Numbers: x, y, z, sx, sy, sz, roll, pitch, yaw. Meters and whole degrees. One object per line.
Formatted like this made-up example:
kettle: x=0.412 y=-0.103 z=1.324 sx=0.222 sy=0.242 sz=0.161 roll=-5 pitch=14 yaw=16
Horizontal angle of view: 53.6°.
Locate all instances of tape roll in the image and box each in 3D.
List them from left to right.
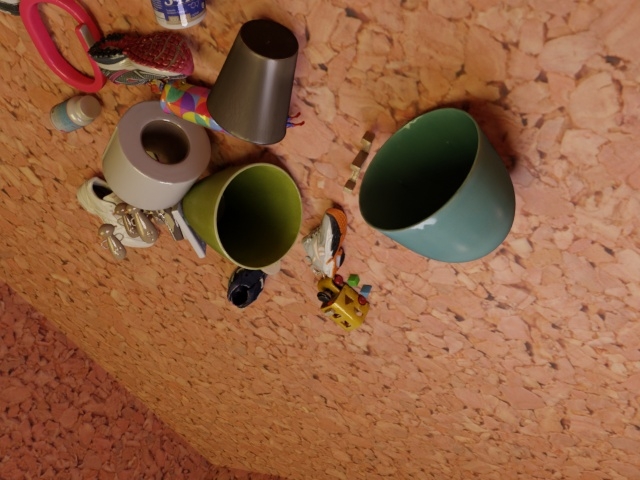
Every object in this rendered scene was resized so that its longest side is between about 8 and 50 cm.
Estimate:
tape roll: x=-0.432 y=-0.222 z=1.667 sx=0.246 sy=0.246 sz=0.169 roll=38 pitch=144 yaw=-11

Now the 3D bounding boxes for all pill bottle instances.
pill bottle: x=-0.700 y=-0.365 z=1.815 sx=0.160 sy=0.087 sz=0.087 roll=-6 pitch=131 yaw=41
pill bottle: x=-0.306 y=-0.545 z=1.303 sx=0.112 sy=0.112 sz=0.186 roll=16 pitch=142 yaw=19

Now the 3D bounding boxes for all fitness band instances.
fitness band: x=-0.650 y=-0.510 z=1.628 sx=0.209 sy=0.054 sz=0.290 roll=18 pitch=147 yaw=19

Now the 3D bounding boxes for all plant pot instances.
plant pot: x=-0.246 y=-0.083 z=1.723 sx=0.294 sy=0.274 sz=0.274 roll=14 pitch=144 yaw=48
plant pot: x=0.267 y=-0.088 z=1.323 sx=0.293 sy=0.292 sz=0.235 roll=-14 pitch=140 yaw=44

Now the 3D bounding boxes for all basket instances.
basket: x=-0.140 y=-0.354 z=1.392 sx=0.204 sy=0.154 sz=0.226 roll=34 pitch=141 yaw=6

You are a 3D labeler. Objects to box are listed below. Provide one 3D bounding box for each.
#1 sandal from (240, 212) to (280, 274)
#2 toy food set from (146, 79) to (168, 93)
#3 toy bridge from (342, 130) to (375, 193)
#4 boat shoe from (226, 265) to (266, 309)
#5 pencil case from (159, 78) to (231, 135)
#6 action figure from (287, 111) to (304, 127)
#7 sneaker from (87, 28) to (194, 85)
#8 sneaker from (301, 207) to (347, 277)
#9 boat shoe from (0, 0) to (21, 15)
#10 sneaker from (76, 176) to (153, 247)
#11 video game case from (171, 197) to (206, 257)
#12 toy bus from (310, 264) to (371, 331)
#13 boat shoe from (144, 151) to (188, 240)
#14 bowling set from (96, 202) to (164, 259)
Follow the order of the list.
sandal: x=-0.154 y=0.016 z=1.892 sx=0.079 sy=0.088 sz=0.240 roll=5 pitch=133 yaw=39
toy food set: x=-0.424 y=-0.409 z=1.626 sx=0.083 sy=0.020 sz=0.083 roll=9 pitch=139 yaw=26
toy bridge: x=0.093 y=-0.188 z=1.493 sx=0.026 sy=0.063 sz=0.188 roll=27 pitch=143 yaw=5
boat shoe: x=-0.264 y=0.167 z=2.088 sx=0.127 sy=0.158 sz=0.340 roll=30 pitch=144 yaw=0
pencil case: x=-0.280 y=-0.329 z=1.558 sx=0.237 sy=0.104 sz=0.104 roll=22 pitch=143 yaw=10
action figure: x=-0.086 y=-0.286 z=1.533 sx=0.115 sy=0.030 sz=0.038 roll=-2 pitch=128 yaw=43
sneaker: x=-0.417 y=-0.428 z=1.525 sx=0.299 sy=0.120 sz=0.112 roll=15 pitch=149 yaw=31
sneaker: x=0.000 y=0.000 z=1.762 sx=0.121 sy=0.099 sz=0.262 roll=24 pitch=143 yaw=16
boat shoe: x=-0.880 y=-0.656 z=1.575 sx=0.307 sy=0.113 sz=0.105 roll=20 pitch=152 yaw=-12
sneaker: x=-0.668 y=-0.090 z=2.098 sx=0.305 sy=0.114 sz=0.152 roll=41 pitch=144 yaw=-14
video game case: x=-0.383 y=-0.071 z=1.886 sx=0.022 sy=0.173 sz=0.190 roll=-15 pitch=130 yaw=9
toy bus: x=0.050 y=0.189 z=1.942 sx=0.202 sy=0.104 sz=0.190 roll=13 pitch=141 yaw=21
boat shoe: x=-0.481 y=-0.136 z=1.846 sx=0.116 sy=0.097 sz=0.324 roll=-130 pitch=18 yaw=-68
bowling set: x=-0.575 y=-0.086 z=1.996 sx=0.200 sy=0.287 sz=0.154 roll=41 pitch=155 yaw=51
